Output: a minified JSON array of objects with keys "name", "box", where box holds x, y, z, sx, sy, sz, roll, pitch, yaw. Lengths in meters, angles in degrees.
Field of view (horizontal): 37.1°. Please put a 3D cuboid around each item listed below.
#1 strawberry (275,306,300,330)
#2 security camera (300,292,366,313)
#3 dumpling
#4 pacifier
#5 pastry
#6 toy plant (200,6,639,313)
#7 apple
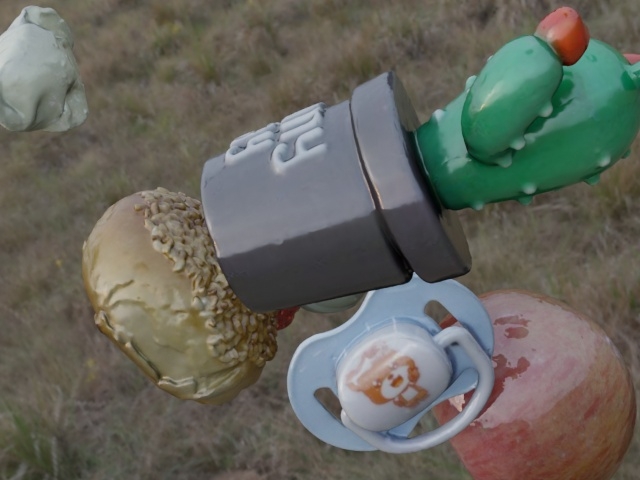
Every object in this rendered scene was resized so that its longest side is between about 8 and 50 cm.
[{"name":"strawberry","box":[-0.173,0.056,2.104,0.292,0.310,0.291,-25,26,13]},{"name":"security camera","box":[0.000,0.000,1.779,0.191,0.277,0.197,-15,0,-44]},{"name":"dumpling","box":[-0.338,-0.190,1.154,0.100,0.134,0.169,-33,38,16]},{"name":"pacifier","box":[0.095,0.150,1.246,0.279,0.227,0.207,-39,22,12]},{"name":"pastry","box":[-0.229,0.089,1.660,0.245,0.409,0.409,-34,26,9]},{"name":"toy plant","box":[0.104,-0.068,0.792,0.400,0.279,0.185,-19,62,12]},{"name":"apple","box":[0.307,0.224,1.388,0.269,0.344,0.345,-33,26,6]}]
